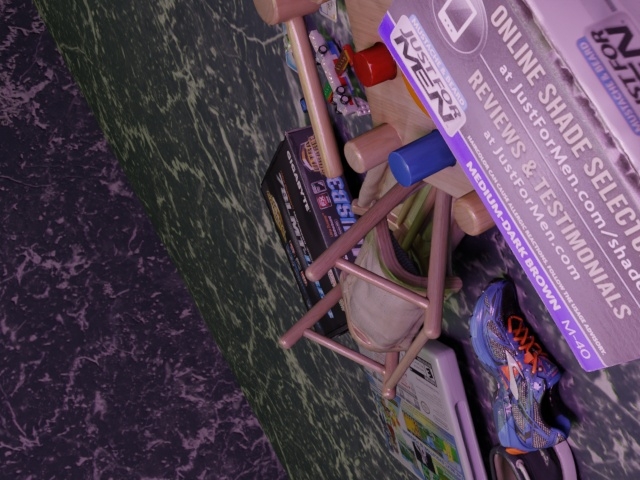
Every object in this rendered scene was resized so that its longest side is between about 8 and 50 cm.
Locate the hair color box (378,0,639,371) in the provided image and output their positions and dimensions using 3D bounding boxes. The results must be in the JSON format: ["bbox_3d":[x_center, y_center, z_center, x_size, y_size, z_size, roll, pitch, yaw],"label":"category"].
[{"bbox_3d":[0.219,-0.105,0.403,0.185,0.339,0.110,60,159,8],"label":"hair color box"}]

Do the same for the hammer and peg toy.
[{"bbox_3d":[0.083,-0.165,0.853,0.361,0.127,0.266,35,148,53],"label":"hammer and peg toy"}]

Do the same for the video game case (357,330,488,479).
[{"bbox_3d":[0.154,0.263,1.408,0.329,0.036,0.300,24,133,67],"label":"video game case"}]

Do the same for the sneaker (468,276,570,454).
[{"bbox_3d":[0.244,0.147,1.064,0.087,0.083,0.221,-10,102,41],"label":"sneaker"}]

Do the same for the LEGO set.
[{"bbox_3d":[0.004,-0.272,1.192,0.182,0.060,0.244,-134,33,-52],"label":"LEGO set"}]

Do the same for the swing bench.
[{"bbox_3d":[0.087,0.019,1.087,0.165,0.254,0.253,26,154,4],"label":"swing bench"}]

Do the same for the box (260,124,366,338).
[{"bbox_3d":[0.000,0.000,1.387,0.293,0.073,0.295,131,119,-76],"label":"box"}]

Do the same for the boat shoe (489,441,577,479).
[{"bbox_3d":[0.280,0.390,1.147,0.114,0.091,0.302,-13,91,65],"label":"boat shoe"}]
